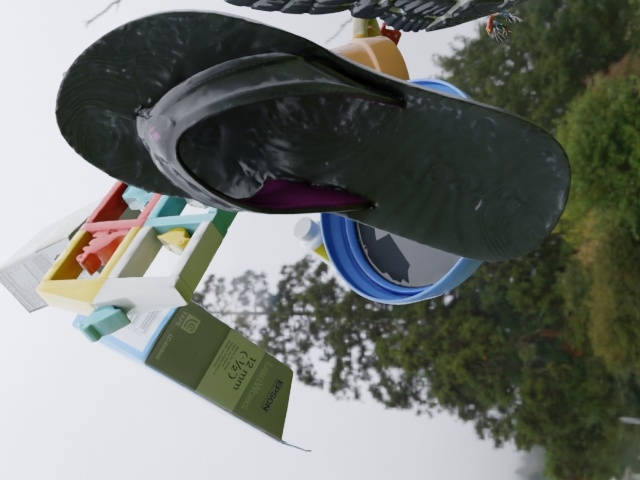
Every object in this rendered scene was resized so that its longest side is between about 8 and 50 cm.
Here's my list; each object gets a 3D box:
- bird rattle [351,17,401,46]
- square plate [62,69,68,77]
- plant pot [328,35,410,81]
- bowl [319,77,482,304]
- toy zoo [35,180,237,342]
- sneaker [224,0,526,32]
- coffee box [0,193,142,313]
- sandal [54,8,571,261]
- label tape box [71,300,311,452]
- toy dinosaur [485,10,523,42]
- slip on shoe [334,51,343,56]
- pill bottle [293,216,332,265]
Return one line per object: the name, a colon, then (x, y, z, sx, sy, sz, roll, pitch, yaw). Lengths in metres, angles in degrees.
bird rattle: (0.114, -0.490, 1.717, 0.253, 0.143, 0.206, 70, -154, -55)
square plate: (-0.317, -0.297, 1.476, 0.344, 0.348, 0.049, 94, 167, -72)
plant pot: (0.034, -0.272, 1.458, 0.204, 0.291, 0.290, -7, -84, -21)
bowl: (0.156, -0.082, 1.228, 0.077, 0.391, 0.390, 12, -103, -42)
toy zoo: (-0.184, -0.014, 0.770, 0.030, 0.193, 0.293, 62, -143, -37)
sneaker: (0.055, -0.200, 0.436, 0.276, 0.107, 0.109, -1, -95, -32)
coffee box: (-0.492, 0.025, 1.402, 0.118, 0.297, 0.168, 54, -138, -20)
sandal: (-0.012, -0.085, 0.581, 0.107, 0.446, 0.167, -70, -9, -68)
label tape box: (-0.177, 0.192, 1.097, 0.348, 0.249, 0.115, 40, -109, -37)
toy dinosaur: (0.277, -0.345, 1.112, 0.082, 0.090, 0.047, -1, -52, -45)
slip on shoe: (-0.003, -0.142, 0.745, 0.041, 0.051, 0.135, 46, -126, -28)
pill bottle: (0.000, 0.000, 1.409, 0.116, 0.065, 0.065, 35, -124, -40)
